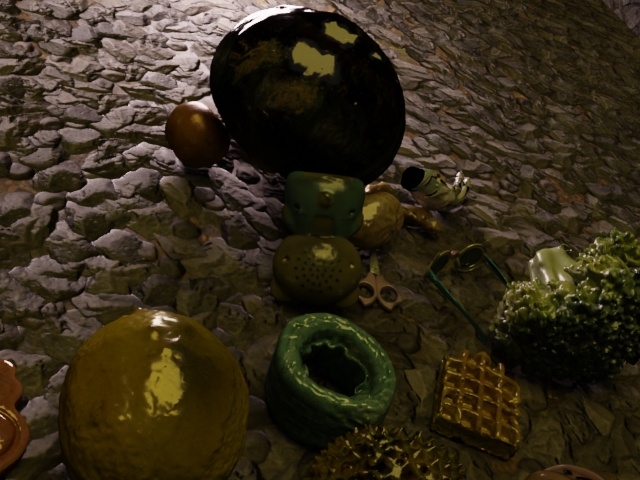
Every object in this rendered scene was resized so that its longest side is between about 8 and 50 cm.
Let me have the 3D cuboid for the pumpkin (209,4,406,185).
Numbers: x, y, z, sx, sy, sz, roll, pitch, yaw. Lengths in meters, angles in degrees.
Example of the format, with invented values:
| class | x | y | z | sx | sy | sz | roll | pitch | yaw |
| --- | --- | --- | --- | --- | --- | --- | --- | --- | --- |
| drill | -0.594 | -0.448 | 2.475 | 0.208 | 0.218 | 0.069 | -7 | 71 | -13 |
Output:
| class | x | y | z | sx | sy | sz | roll | pitch | yaw |
| --- | --- | --- | --- | --- | --- | --- | --- | --- | --- |
| pumpkin | -0.032 | -0.296 | 1.611 | 0.454 | 0.454 | 0.344 | 34 | 81 | 15 |

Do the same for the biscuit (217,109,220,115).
| class | x | y | z | sx | sy | sz | roll | pitch | yaw |
| --- | --- | --- | --- | --- | --- | --- | --- | --- | --- |
| biscuit | -0.135 | -0.296 | 1.870 | 0.260 | 0.041 | 0.203 | 18 | 41 | -10 |

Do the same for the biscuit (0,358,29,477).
| class | x | y | z | sx | sy | sz | roll | pitch | yaw |
| --- | --- | --- | --- | --- | --- | --- | --- | --- | --- |
| biscuit | -0.522 | 0.294 | 1.030 | 0.202 | 0.047 | 0.334 | 15 | 39 | -8 |

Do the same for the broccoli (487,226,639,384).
| class | x | y | z | sx | sy | sz | roll | pitch | yaw |
| --- | --- | --- | --- | --- | --- | --- | --- | --- | --- |
| broccoli | 0.516 | 0.139 | 1.515 | 0.347 | 0.293 | 0.281 | -18 | 46 | 12 |

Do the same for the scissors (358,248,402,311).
| class | x | y | z | sx | sy | sz | roll | pitch | yaw |
| --- | --- | --- | --- | --- | --- | --- | --- | --- | --- |
| scissors | 0.115 | 0.067 | 1.590 | 0.110 | 0.021 | 0.212 | 9 | 41 | -10 |

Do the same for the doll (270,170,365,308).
| class | x | y | z | sx | sy | sz | roll | pitch | yaw |
| --- | --- | --- | --- | --- | --- | --- | --- | --- | --- |
| doll | 0.000 | 0.000 | 1.453 | 0.177 | 0.261 | 0.161 | 7 | 0 | -4 |

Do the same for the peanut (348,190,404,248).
| class | x | y | z | sx | sy | sz | roll | pitch | yaw |
| --- | --- | --- | --- | --- | --- | --- | --- | --- | --- |
| peanut | 0.059 | -0.044 | 1.597 | 0.253 | 0.122 | 0.137 | 1 | 23 | -4 |

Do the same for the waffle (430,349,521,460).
| class | x | y | z | sx | sy | sz | roll | pitch | yaw |
| --- | --- | --- | --- | --- | --- | --- | --- | --- | --- |
| waffle | 0.299 | 0.292 | 1.391 | 0.160 | 0.055 | 0.211 | 22 | 38 | 2 |

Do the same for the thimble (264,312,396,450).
| class | x | y | z | sx | sy | sz | roll | pitch | yaw |
| --- | --- | --- | --- | --- | --- | --- | --- | --- | --- |
| thimble | 0.015 | 0.246 | 1.248 | 0.198 | 0.143 | 0.235 | -18 | 53 | -37 |

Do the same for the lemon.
| class | x | y | z | sx | sy | sz | roll | pitch | yaw |
| --- | --- | --- | --- | --- | --- | --- | --- | --- | --- |
| lemon | -0.235 | 0.236 | 1.053 | 0.268 | 0.268 | 0.322 | 9 | 53 | -15 |

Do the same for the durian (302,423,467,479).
| class | x | y | z | sx | sy | sz | roll | pitch | yaw |
| --- | --- | --- | --- | --- | --- | --- | --- | --- | --- |
| durian | 0.111 | 0.397 | 1.057 | 0.293 | 0.258 | 0.258 | 39 | 41 | 4 |

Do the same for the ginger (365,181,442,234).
| class | x | y | z | sx | sy | sz | roll | pitch | yaw |
| --- | --- | --- | --- | --- | --- | --- | --- | --- | --- |
| ginger | 0.183 | -0.073 | 1.758 | 0.176 | 0.053 | 0.193 | -5 | 39 | -29 |

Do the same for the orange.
| class | x | y | z | sx | sy | sz | roll | pitch | yaw |
| --- | --- | --- | --- | --- | --- | --- | --- | --- | --- |
| orange | -0.279 | -0.234 | 1.660 | 0.134 | 0.155 | 0.154 | -44 | 66 | -9 |

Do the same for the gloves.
| class | x | y | z | sx | sy | sz | roll | pitch | yaw |
| --- | --- | --- | --- | --- | --- | --- | --- | --- | --- |
| gloves | 0.290 | -0.117 | 1.801 | 0.212 | 0.127 | 0.111 | 28 | 57 | -36 |

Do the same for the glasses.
| class | x | y | z | sx | sy | sz | roll | pitch | yaw |
| --- | --- | --- | --- | --- | --- | --- | --- | --- | --- |
| glasses | 0.333 | 0.122 | 1.615 | 0.189 | 0.088 | 0.221 | -11 | 69 | -34 |

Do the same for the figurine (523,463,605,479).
| class | x | y | z | sx | sy | sz | roll | pitch | yaw |
| --- | --- | --- | --- | --- | --- | --- | --- | --- | --- |
| figurine | 0.362 | 0.457 | 1.151 | 0.287 | 0.186 | 0.176 | -30 | 34 | -25 |
